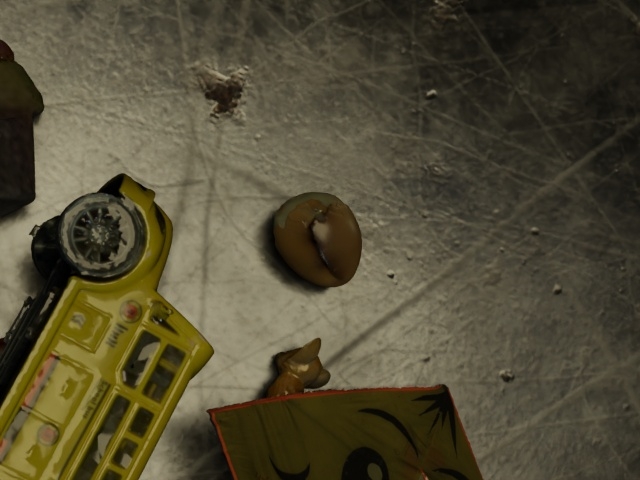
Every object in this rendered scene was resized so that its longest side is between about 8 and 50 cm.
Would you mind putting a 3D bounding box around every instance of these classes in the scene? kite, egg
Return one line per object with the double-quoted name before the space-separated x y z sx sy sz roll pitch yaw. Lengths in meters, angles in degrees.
"kite" 0.061 0.228 1.155 0.377 0.013 0.327 42 43 -14
"egg" 0.000 0.000 1.229 0.071 0.071 0.083 -28 105 -17

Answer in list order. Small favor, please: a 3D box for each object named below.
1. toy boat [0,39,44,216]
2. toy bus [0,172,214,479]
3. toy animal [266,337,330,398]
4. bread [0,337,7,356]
"toy boat" -0.350 -0.116 1.140 0.276 0.111 0.293 2 71 -22
"toy bus" -0.185 0.119 1.046 0.152 0.144 0.330 31 76 -14
"toy animal" -0.014 0.127 1.212 0.081 0.060 0.083 28 72 32
"bread" -0.220 0.148 1.144 0.160 0.073 0.160 2 81 -14
